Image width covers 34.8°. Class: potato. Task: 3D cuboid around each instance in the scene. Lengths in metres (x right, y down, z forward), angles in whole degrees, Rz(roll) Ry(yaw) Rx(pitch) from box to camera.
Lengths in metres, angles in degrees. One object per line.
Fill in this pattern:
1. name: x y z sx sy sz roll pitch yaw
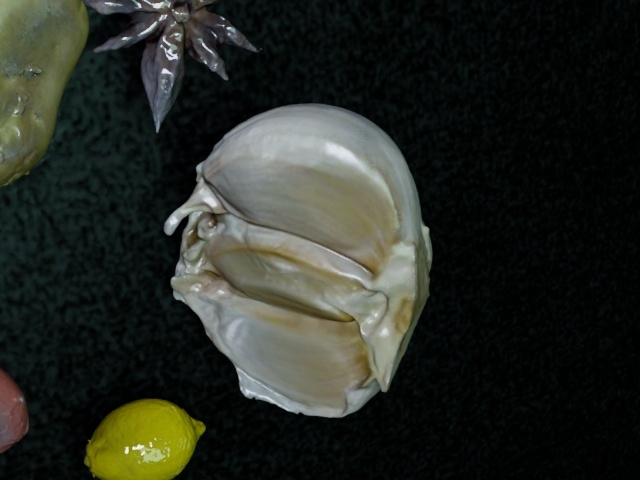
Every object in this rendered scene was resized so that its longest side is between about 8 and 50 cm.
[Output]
1. potato: -0.185 -0.096 0.587 0.091 0.070 0.138 35 71 -54

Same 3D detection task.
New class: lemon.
1. lemon: -0.122 0.144 0.724 0.092 0.065 0.065 -10 112 -31

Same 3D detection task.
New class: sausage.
1. sausage: -0.225 0.101 0.645 0.059 0.054 0.094 -46 125 -12

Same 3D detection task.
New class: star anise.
1. star anise: -0.093 -0.132 0.645 0.124 0.056 0.129 9 99 -24

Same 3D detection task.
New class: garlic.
1. garlic: 0.000 0.000 0.716 0.143 0.178 0.229 -51 153 -46
